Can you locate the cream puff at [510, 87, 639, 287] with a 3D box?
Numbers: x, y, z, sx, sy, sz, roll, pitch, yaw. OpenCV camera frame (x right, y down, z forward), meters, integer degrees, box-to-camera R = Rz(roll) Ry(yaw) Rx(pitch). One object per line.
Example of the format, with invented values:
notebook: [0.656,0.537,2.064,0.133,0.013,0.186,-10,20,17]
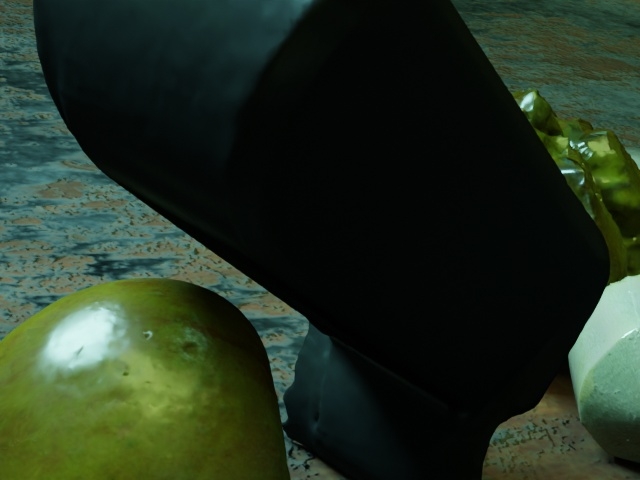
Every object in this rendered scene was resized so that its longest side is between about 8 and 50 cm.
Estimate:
cream puff: [0.139,-0.013,1.023,0.244,0.196,0.244,-19,34,13]

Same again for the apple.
apple: [-0.092,0.112,0.598,0.155,0.182,0.182,-8,25,-6]

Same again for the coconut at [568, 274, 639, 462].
coconut: [0.228,0.092,0.898,0.116,0.116,0.122,11,24,-2]

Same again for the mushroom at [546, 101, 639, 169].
mushroom: [0.274,-0.032,1.198,0.128,0.128,0.350,-4,25,-34]

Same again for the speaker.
speaker: [0.000,0.000,0.652,0.180,0.184,0.388,26,-9,34]
